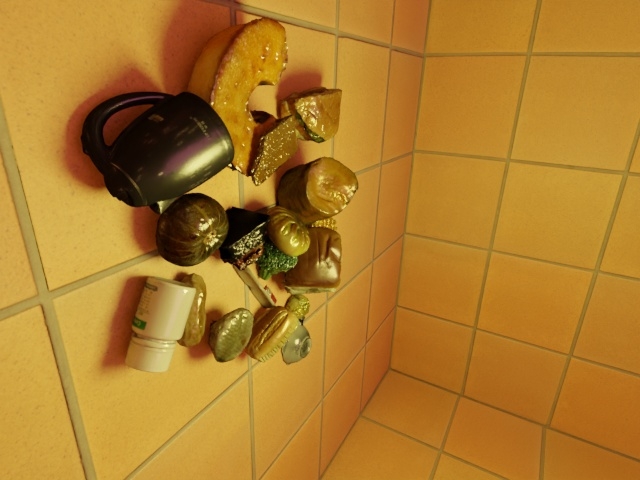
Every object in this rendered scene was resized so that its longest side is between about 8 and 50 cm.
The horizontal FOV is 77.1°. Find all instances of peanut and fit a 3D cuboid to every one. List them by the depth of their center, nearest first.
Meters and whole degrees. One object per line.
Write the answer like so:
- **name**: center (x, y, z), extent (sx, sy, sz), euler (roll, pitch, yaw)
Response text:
- **peanut**: center (-0.396, 0.210, 1.219), extent (0.108, 0.095, 0.226), euler (-156, -110, -79)

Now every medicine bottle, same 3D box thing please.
- **medicine bottle**: center (-0.438, 0.226, 1.096), extent (0.139, 0.139, 0.237), euler (24, 81, -63)

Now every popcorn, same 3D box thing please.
- **popcorn**: center (-0.097, 0.303, 1.827), extent (0.120, 0.106, 0.116), euler (-19, 108, -59)

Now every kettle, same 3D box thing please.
- **kettle**: center (-0.396, -0.220, 0.953), extent (0.290, 0.207, 0.268), euler (-46, 112, -30)

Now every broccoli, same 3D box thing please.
- **broccoli**: center (-0.190, 0.073, 1.538), extent (0.220, 0.194, 0.194), euler (-81, 165, -52)

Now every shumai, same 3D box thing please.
- **shumai**: center (-0.323, 0.314, 1.377), extent (0.201, 0.120, 0.202), euler (-41, 140, -47)

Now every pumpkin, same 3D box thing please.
- **pumpkin**: center (-0.364, -0.036, 1.115), extent (0.219, 0.162, 0.219), euler (-50, 166, -18)

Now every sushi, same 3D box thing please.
- **sushi**: center (-0.263, 0.011, 1.330), extent (0.151, 0.152, 0.172), euler (86, 24, -46)

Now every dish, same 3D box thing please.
- **dish**: center (-0.096, 0.495, 1.946), extent (0.224, 0.078, 0.246), euler (21, 83, -62)

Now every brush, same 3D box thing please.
- **brush**: center (-0.240, 0.173, 1.545), extent (0.321, 0.060, 0.050), euler (67, 32, -51)

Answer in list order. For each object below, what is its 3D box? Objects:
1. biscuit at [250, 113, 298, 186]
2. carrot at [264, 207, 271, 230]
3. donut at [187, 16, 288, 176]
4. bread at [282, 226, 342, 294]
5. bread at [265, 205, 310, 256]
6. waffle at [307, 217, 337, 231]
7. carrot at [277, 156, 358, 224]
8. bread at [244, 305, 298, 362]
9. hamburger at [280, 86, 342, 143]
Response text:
- **biscuit**: center (-0.144, -0.277, 1.222), extent (0.237, 0.026, 0.131), euler (-50, 145, -37)
- **carrot**: center (-0.228, -0.043, 1.479), extent (0.210, 0.061, 0.061), euler (-47, 141, -39)
- **donut**: center (-0.237, -0.407, 1.181), extent (0.377, 0.163, 0.436), euler (-40, 138, -49)
- **bread**: center (-0.037, 0.087, 1.686), extent (0.225, 0.249, 0.279), euler (140, -50, -79)
- **bread**: center (-0.113, -0.039, 1.436), extent (0.104, 0.213, 0.213), euler (-35, 159, 17)
- **waffle**: center (-0.001, -0.001, 1.925), extent (0.283, 0.065, 0.309), euler (-67, 148, -24)
- **carrot**: center (-0.040, -0.188, 1.596), extent (0.241, 0.340, 0.242), euler (8, 77, -38)
- **bread**: center (-0.200, 0.360, 1.582), extent (0.236, 0.140, 0.106), euler (-47, 146, -19)
- **hamburger**: center (-0.015, -0.479, 1.572), extent (0.330, 0.161, 0.209), euler (-48, 140, -52)
